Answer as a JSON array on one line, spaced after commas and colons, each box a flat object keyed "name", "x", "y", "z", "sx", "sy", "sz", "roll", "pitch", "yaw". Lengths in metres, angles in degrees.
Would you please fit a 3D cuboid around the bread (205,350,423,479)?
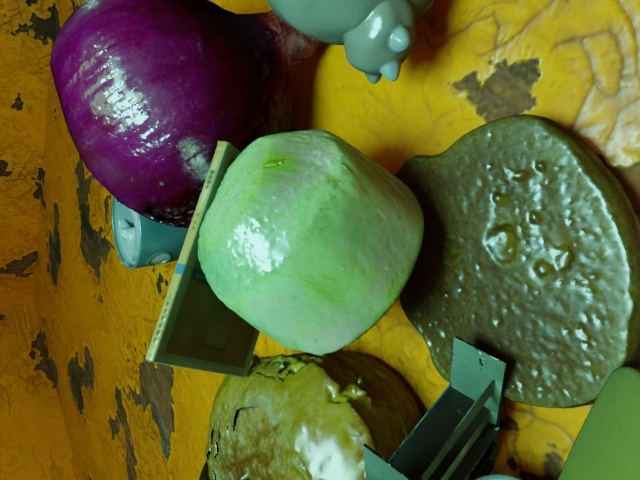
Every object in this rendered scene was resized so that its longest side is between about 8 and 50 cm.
[{"name": "bread", "x": 0.000, "y": 0.320, "z": 0.608, "sx": 0.337, "sy": 0.204, "sz": 0.357, "roll": -4, "pitch": 88, "yaw": 53}]

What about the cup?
[{"name": "cup", "x": -0.299, "y": -0.036, "z": 0.932, "sx": 0.299, "sy": 0.173, "sz": 0.167, "roll": -48, "pitch": 60, "yaw": 43}]

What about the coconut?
[{"name": "coconut", "x": 0.000, "y": 0.000, "z": 0.505, "sx": 0.204, "sy": 0.236, "sz": 0.235, "roll": -45, "pitch": 58, "yaw": 16}]

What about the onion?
[{"name": "onion", "x": -0.149, "y": -0.211, "z": 0.663, "sx": 0.385, "sy": 0.348, "sz": 0.347, "roll": -34, "pitch": 64, "yaw": 9}]

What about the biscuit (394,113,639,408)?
[{"name": "biscuit", "x": 0.178, "y": 0.024, "z": 0.470, "sx": 0.257, "sy": 0.049, "sz": 0.272, "roll": -16, "pitch": 81, "yaw": 53}]

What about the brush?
[{"name": "brush", "x": 0.249, "y": 0.204, "z": 0.355, "sx": 0.123, "sy": 0.059, "sz": 0.197, "roll": -105, "pitch": 20, "yaw": -62}]

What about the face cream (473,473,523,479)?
[{"name": "face cream", "x": 0.186, "y": 0.354, "z": 0.447, "sx": 0.082, "sy": 0.082, "sz": 0.268, "roll": 8, "pitch": 116, "yaw": 49}]

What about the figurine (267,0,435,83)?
[{"name": "figurine", "x": 0.002, "y": -0.356, "z": 0.509, "sx": 0.380, "sy": 0.203, "sz": 0.248, "roll": 52, "pitch": 135, "yaw": 33}]

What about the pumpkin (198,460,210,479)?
[{"name": "pumpkin", "x": -0.183, "y": 0.610, "z": 0.943, "sx": 0.258, "sy": 0.095, "sz": 0.289, "roll": 25, "pitch": 111, "yaw": 50}]

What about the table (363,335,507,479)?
[{"name": "table", "x": 0.112, "y": 0.205, "z": 0.451, "sx": 0.063, "sy": 0.146, "sz": 0.175, "roll": 26, "pitch": 138, "yaw": 37}]

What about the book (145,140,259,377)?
[{"name": "book", "x": -0.101, "y": 0.032, "z": 0.552, "sx": 0.018, "sy": 0.170, "sz": 0.241, "roll": 7, "pitch": 74, "yaw": 27}]
